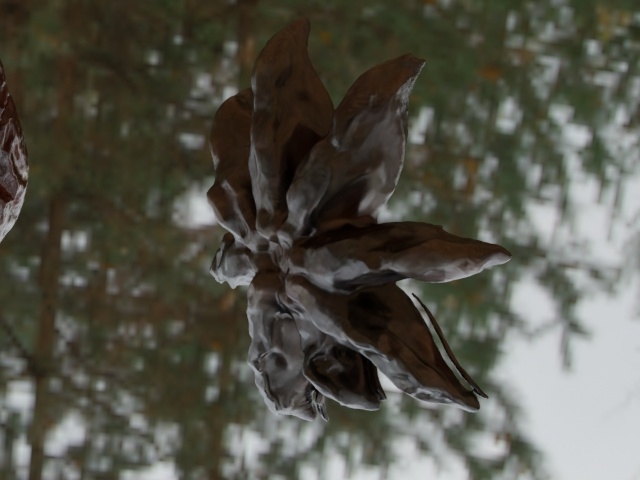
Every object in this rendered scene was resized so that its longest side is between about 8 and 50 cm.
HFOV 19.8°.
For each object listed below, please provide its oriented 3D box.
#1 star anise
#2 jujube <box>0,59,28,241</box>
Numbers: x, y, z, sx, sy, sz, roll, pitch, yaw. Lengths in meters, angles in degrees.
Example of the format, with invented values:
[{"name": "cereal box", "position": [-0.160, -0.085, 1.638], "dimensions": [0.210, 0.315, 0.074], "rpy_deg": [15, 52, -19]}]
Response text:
[{"name": "star anise", "position": [-0.001, -0.001, 0.568], "dimensions": [0.042, 0.141, 0.141], "rpy_deg": [-11, -154, -36]}, {"name": "jujube", "position": [-0.284, -0.070, 1.286], "dimensions": [0.168, 0.236, 0.168], "rpy_deg": [11, -132, -13]}]
